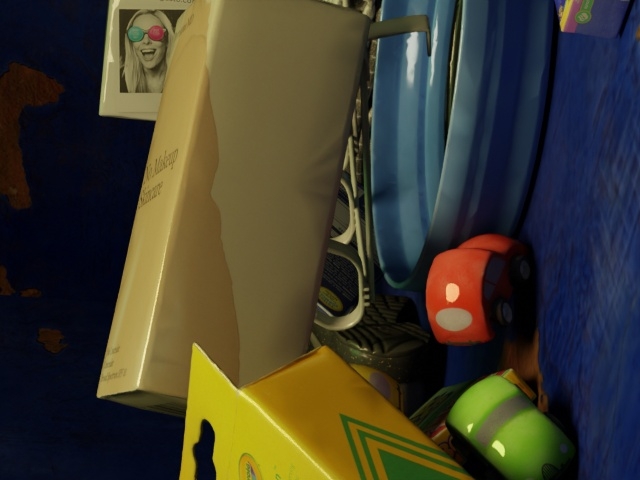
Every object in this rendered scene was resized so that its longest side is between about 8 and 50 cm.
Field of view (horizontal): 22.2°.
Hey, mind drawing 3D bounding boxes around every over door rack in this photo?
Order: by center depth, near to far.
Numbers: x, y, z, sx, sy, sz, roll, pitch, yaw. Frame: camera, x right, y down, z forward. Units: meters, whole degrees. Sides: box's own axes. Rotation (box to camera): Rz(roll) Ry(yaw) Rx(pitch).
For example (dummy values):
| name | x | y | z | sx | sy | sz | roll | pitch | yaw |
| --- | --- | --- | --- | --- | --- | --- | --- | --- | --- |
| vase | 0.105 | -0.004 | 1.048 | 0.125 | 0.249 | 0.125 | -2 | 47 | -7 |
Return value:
| name | x | y | z | sx | sy | sz | roll | pitch | yaw |
| --- | --- | --- | --- | --- | --- | --- | --- | --- | --- |
| over door rack | 0.009 | -0.118 | 1.412 | 0.239 | 0.108 | 0.324 | -95 | 12 | -49 |

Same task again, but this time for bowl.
| name | x | y | z | sx | sy | sz | roll | pitch | yaw |
| --- | --- | --- | --- | --- | --- | --- | --- | --- | --- |
| bowl | 0.111 | -0.151 | 1.351 | 0.391 | 0.077 | 0.391 | -176 | 90 | -83 |

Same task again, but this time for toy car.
| name | x | y | z | sx | sy | sz | roll | pitch | yaw |
| --- | --- | --- | --- | --- | --- | --- | --- | --- | --- |
| toy car | 0.091 | 0.098 | 1.128 | 0.053 | 0.239 | 0.225 | 53 | 171 | -35 |

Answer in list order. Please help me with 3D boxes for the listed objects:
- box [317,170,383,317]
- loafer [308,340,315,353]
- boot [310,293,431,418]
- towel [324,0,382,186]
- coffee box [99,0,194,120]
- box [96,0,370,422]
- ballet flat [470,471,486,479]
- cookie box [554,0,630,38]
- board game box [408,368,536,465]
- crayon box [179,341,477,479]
| name | x | y | z | sx | sy | sz | roll | pitch | yaw |
| --- | --- | --- | --- | --- | --- | --- | --- | --- | --- |
| box | 0.000 | 0.000 | 1.566 | 0.036 | 0.136 | 0.225 | -51 | -4 | 30 |
| loafer | 0.008 | 0.142 | 2.098 | 0.061 | 0.062 | 0.170 | -60 | 19 | 17 |
| boot | 0.038 | 0.176 | 1.618 | 0.338 | 0.118 | 0.222 | -101 | 11 | -81 |
| towel | 0.040 | -0.188 | 1.787 | 0.235 | 0.121 | 0.283 | -100 | 18 | -57 |
| coffee box | -0.143 | -0.341 | 2.413 | 0.337 | 0.338 | 0.334 | -131 | 47 | -79 |
| box | -0.065 | -0.024 | 1.219 | 0.148 | 0.121 | 0.311 | 155 | 127 | -68 |
| ballet flat | 0.107 | 0.219 | 1.168 | 0.241 | 0.077 | 0.091 | 170 | 103 | -82 |
| cookie box | 0.174 | -0.197 | 1.031 | 0.092 | 0.040 | 0.107 | 103 | 168 | -45 |
| board game box | 0.083 | 0.159 | 1.274 | 0.039 | 0.124 | 0.259 | 49 | 168 | 4 |
| crayon box | 0.032 | 0.213 | 1.073 | 0.318 | 0.081 | 0.202 | 41 | 139 | 30 |
